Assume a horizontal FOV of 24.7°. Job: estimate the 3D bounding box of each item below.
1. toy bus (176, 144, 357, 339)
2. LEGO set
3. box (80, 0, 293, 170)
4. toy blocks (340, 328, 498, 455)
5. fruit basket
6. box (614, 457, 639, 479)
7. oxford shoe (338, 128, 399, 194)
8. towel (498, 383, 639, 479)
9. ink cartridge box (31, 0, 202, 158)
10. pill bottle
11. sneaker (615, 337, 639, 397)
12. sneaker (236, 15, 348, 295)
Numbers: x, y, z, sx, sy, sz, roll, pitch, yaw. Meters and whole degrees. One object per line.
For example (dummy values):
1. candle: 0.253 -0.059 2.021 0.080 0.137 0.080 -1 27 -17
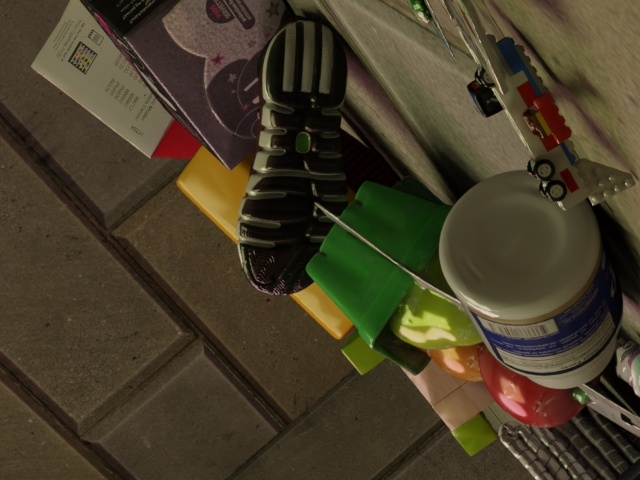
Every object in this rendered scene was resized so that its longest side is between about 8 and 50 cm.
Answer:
1. toy bus: 0.000 0.000 1.694 0.333 0.108 0.130 44 -151 6
2. LEGO set: 0.096 -0.124 0.839 0.182 0.060 0.244 63 -175 37
3. box: -0.122 -0.222 1.548 0.142 0.163 0.247 44 174 38
4. toy blocks: 0.125 0.088 2.069 0.381 0.191 0.261 51 -171 -15
5. fruit basket: 0.175 0.081 1.410 0.353 0.165 0.327 27 176 20
6. box: 0.325 0.285 1.348 0.158 0.156 0.093 49 178 9
7. oxford shoe: 0.074 -0.008 1.832 0.348 0.123 0.130 52 -175 -7
8. towel: 0.347 0.295 1.590 0.283 0.121 0.235 48 180 37
9. ink cartridge box: -0.173 -0.191 1.893 0.272 0.130 0.309 37 -167 15
10. pill bottle: 0.161 0.038 1.064 0.112 0.112 0.186 48 177 31
11. sneaker: 0.272 0.118 1.207 0.098 0.038 0.069 62 173 -31
12. sneaker: -0.026 -0.096 1.483 0.106 0.281 0.162 7 -160 -9
